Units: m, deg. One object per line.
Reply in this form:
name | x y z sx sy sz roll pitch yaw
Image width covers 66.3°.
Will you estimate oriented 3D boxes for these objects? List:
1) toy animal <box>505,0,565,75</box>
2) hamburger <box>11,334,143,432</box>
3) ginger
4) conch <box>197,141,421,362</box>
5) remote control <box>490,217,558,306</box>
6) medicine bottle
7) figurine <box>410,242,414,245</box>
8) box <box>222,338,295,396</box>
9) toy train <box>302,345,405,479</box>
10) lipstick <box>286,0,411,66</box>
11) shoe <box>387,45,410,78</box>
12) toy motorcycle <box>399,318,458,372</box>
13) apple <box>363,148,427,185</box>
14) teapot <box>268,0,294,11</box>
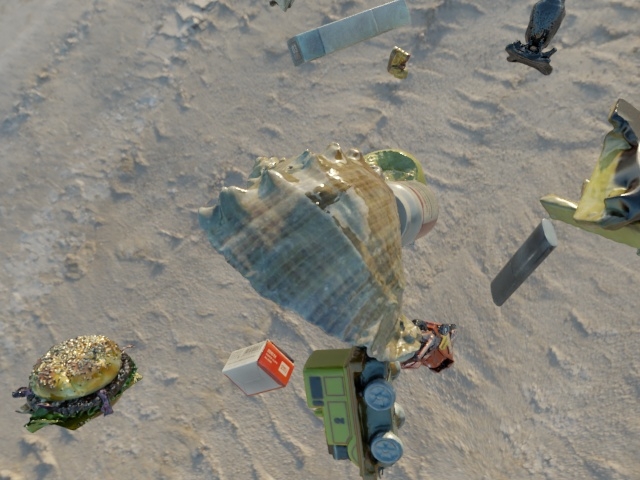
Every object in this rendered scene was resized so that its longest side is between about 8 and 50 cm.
toy animal | 0.568 -0.535 1.230 0.121 0.117 0.210 30 105 23
hamburger | -0.391 0.221 0.785 0.164 0.093 0.189 0 26 13
ginger | 0.701 -0.096 1.046 0.413 0.211 0.358 8 56 -11
conch | 0.007 -0.016 0.629 0.352 0.297 0.210 33 107 30
remote control | 0.651 0.083 1.594 0.044 0.377 0.107 9 54 -3
medicine bottle | 0.151 -0.054 0.972 0.131 0.250 0.131 3 98 23
figurine | 0.219 -0.006 1.814 0.260 0.103 0.205 8 69 2
box | -0.187 0.385 1.487 0.182 0.133 0.099 -28 26 37
toy train | 0.048 0.224 0.667 0.127 0.089 0.219 -4 103 15
lipstick | 0.086 -0.594 1.395 0.371 0.076 0.080 -28 18 -20
shoe | 0.253 -0.568 1.582 0.069 0.109 0.072 26 49 18
toy motorcycle | 0.342 0.325 1.506 0.089 0.298 0.171 18 92 44
apple | 0.223 -0.173 1.665 0.279 0.279 0.279 -8 63 16
teapot | -0.040 -0.578 0.942 0.163 0.221 0.178 13 63 30
